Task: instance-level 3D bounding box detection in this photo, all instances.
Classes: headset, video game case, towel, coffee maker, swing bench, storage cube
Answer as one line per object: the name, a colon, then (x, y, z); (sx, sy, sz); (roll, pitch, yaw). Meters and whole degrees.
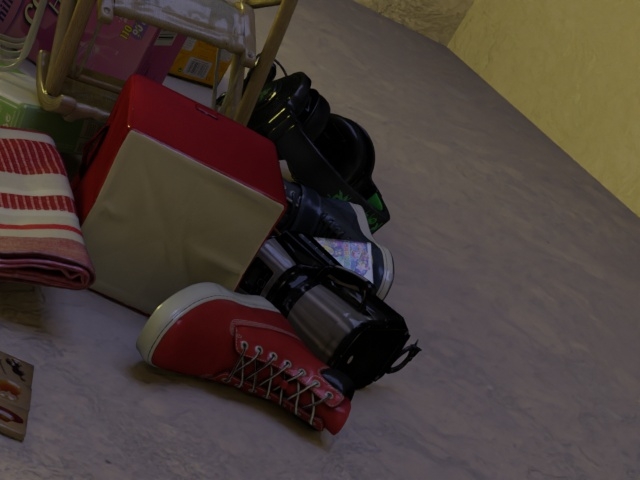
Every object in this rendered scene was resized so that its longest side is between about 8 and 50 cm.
headset: (-0.040, -0.143, 2.110); (0.243, 0.185, 0.394); (39, 17, -46)
video game case: (0.006, 0.033, 1.747); (0.122, 0.011, 0.087); (6, 51, -10)
towel: (-0.357, -0.056, 1.366); (0.237, 0.037, 0.329); (9, 24, -22)
coffee maker: (0.002, 0.084, 1.596); (0.178, 0.120, 0.171); (42, -4, 28)
swing bench: (-0.187, -0.235, 1.663); (0.253, 0.255, 0.165); (17, -3, -27)
storage cube: (-0.161, -0.039, 1.498); (0.215, 0.184, 0.193); (27, 18, -16)

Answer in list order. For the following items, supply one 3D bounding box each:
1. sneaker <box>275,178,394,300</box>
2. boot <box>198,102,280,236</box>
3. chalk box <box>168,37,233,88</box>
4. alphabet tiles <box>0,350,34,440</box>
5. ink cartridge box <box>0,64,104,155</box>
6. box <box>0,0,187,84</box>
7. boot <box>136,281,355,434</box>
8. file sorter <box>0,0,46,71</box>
sneaker: (-0.001, 0.001, 1.834); (0.163, 0.086, 0.226); (21, 21, -27)
boot: (-0.134, -0.070, 1.754); (0.220, 0.109, 0.283); (32, 19, 8)
chalk box: (-0.248, -0.381, 2.406); (0.132, 0.132, 0.213); (13, 25, -48)
alphabet tiles: (-0.345, 0.086, 1.126); (0.237, 0.009, 0.198); (26, 17, -18)
ink cartridge box: (-0.387, -0.173, 1.713); (0.235, 0.056, 0.171); (26, 11, 31)
box: (-0.320, -0.335, 2.005); (0.243, 0.214, 0.117); (35, 17, 12)
boot: (-0.061, 0.128, 1.376); (0.176, 0.088, 0.244); (41, 16, 24)
file sorter: (-0.444, -0.340, 1.804); (0.192, 0.173, 0.278); (19, 13, -13)
